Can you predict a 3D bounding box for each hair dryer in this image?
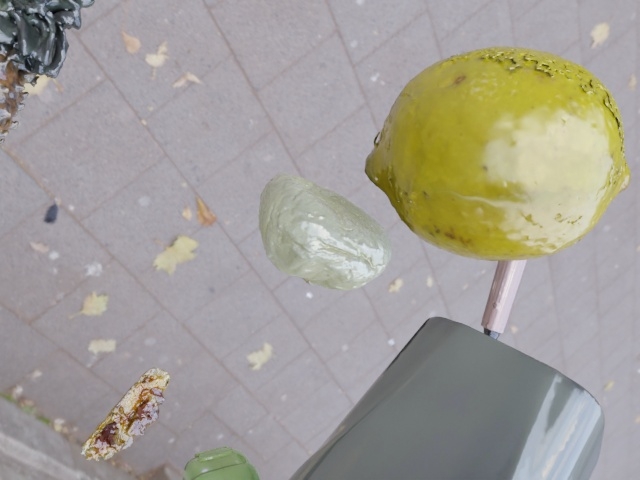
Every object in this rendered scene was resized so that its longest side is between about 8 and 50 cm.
[{"bbox_3d":[0.345,0.038,1.349,0.189,0.107,0.344,10,98,-60],"label":"hair dryer"}]

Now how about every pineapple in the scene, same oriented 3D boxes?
[{"bbox_3d":[-0.341,-0.211,0.781,0.310,0.170,0.141,-52,147,-9],"label":"pineapple"}]

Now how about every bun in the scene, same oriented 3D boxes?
[{"bbox_3d":[0.000,0.000,1.105,0.220,0.220,0.134,20,108,-47],"label":"bun"}]

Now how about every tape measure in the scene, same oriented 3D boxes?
[{"bbox_3d":[-0.091,0.287,0.755,0.088,0.177,0.154,-12,145,-19],"label":"tape measure"}]

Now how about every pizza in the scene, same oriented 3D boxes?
[{"bbox_3d":[-0.320,0.302,1.254,0.154,0.069,0.194,-48,-178,40],"label":"pizza"}]

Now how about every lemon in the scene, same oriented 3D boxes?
[{"bbox_3d":[0.205,-0.100,0.895,0.310,0.257,0.258,1,140,16],"label":"lemon"}]

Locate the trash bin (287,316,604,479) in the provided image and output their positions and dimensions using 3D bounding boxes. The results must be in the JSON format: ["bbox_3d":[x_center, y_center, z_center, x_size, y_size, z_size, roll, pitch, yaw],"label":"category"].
[{"bbox_3d":[0.088,0.214,0.594,0.250,0.220,0.219,-50,148,-23],"label":"trash bin"}]
